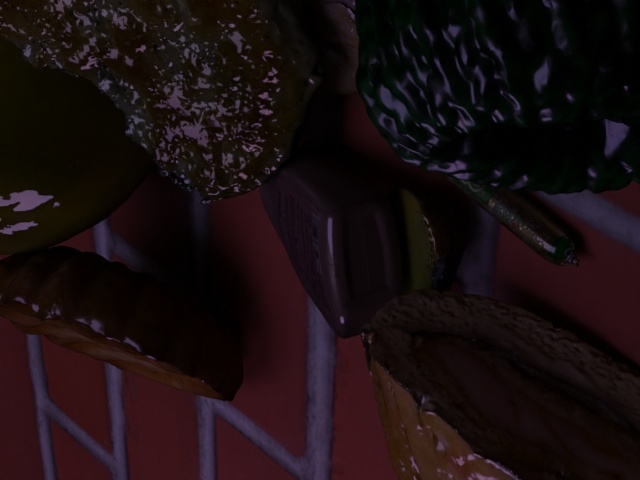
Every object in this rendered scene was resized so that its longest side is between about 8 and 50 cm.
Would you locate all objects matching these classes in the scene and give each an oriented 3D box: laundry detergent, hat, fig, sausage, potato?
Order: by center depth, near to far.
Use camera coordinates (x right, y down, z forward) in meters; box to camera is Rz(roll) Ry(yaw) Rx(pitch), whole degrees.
[{"bbox_3d":[0.153,-0.211,0.986,0.242,0.274,0.332,-35,56,54],"label":"hat"},{"bbox_3d":[0.129,-0.060,1.272,0.269,0.033,0.033,42,141,28],"label":"sausage"},{"bbox_3d":[0.094,0.024,1.357,0.119,0.054,0.198,56,151,39],"label":"potato"},{"bbox_3d":[0.000,0.000,1.408,0.237,0.076,0.171,-143,41,-61],"label":"laundry detergent"},{"bbox_3d":[-0.324,-0.151,1.573,0.343,0.343,0.343,32,136,38],"label":"fig"}]

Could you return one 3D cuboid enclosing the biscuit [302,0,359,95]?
[{"bbox_3d":[-0.023,-0.223,1.320,0.220,0.033,0.220,31,149,21],"label":"biscuit"}]

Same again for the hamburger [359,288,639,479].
[{"bbox_3d":[0.176,0.196,1.265,0.330,0.162,0.209,33,144,24],"label":"hamburger"}]

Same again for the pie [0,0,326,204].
[{"bbox_3d":[-0.157,-0.205,1.332,0.371,0.078,0.296,44,133,-8],"label":"pie"}]

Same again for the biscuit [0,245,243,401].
[{"bbox_3d":[-0.236,0.093,1.691,0.326,0.107,0.326,23,168,5],"label":"biscuit"}]
